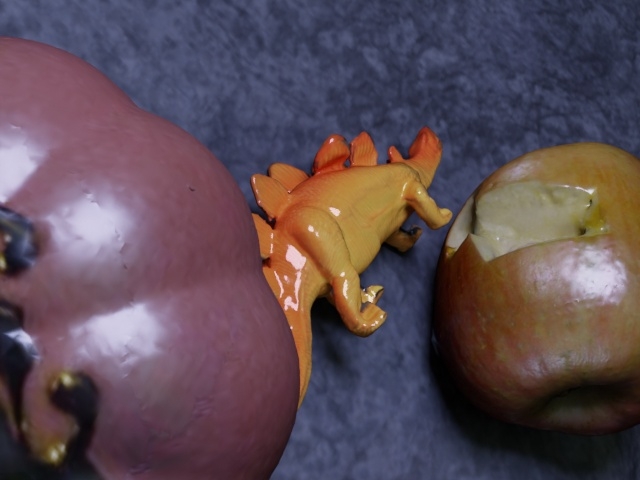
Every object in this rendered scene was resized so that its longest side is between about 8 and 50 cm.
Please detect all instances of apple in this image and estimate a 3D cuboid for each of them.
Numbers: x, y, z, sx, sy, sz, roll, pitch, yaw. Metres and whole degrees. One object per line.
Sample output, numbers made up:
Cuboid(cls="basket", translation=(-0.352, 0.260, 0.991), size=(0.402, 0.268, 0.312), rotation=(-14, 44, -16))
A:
Cuboid(cls="apple", translation=(0.165, 0.028, 0.985), size=(0.199, 0.199, 0.199), rotation=(14, 66, -35))

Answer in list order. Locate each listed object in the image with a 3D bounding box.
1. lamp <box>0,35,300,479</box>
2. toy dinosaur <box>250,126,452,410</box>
Cuboid(cls="lamp", translation=(-0.159, 0.062, 0.662), size=(0.239, 0.305, 0.305), rotation=(12, 58, -85))
Cuboid(cls="toy dinosaur", translation=(0.000, 0.000, 0.928), size=(0.117, 0.070, 0.288), rotation=(43, 48, -6))
